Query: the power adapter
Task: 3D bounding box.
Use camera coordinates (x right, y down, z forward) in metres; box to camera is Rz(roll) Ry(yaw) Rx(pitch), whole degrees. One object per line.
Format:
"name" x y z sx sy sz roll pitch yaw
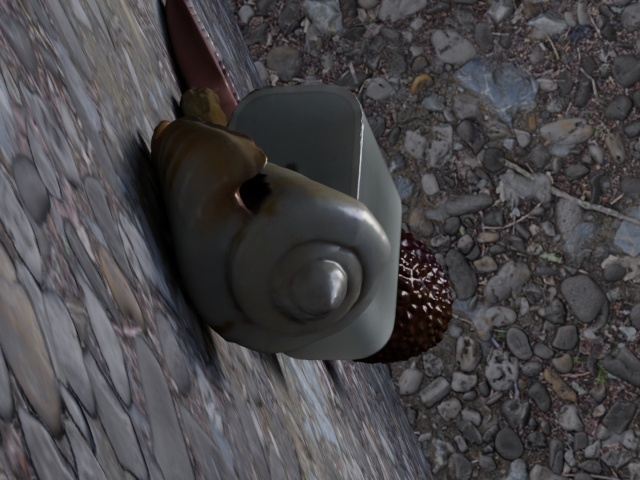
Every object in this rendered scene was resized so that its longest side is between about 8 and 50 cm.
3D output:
"power adapter" 0.000 0.000 1.465 0.255 0.124 0.187 62 31 -64

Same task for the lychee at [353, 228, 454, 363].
"lychee" 0.066 0.056 2.026 0.188 0.188 0.188 -24 90 -87

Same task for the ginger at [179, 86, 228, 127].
"ginger" -0.096 -0.089 1.530 0.069 0.051 0.173 68 2 -54

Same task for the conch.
"conch" -0.057 0.001 1.144 0.158 0.127 0.255 31 -2 -30

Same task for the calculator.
"calculator" -0.116 -0.161 1.842 0.329 0.048 0.220 -113 177 -62
